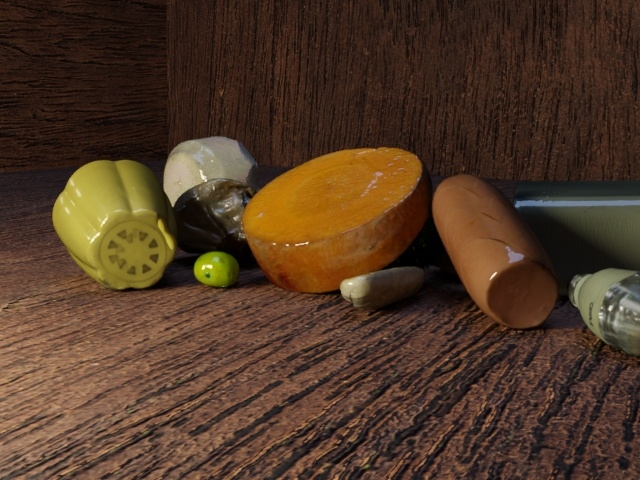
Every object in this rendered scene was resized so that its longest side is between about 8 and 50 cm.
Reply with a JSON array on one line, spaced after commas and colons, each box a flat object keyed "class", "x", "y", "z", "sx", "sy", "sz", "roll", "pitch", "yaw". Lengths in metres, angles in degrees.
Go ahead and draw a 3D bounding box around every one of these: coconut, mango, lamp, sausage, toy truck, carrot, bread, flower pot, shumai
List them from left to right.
[{"class": "flower pot", "x": -0.312, "y": -0.012, "z": 1.431, "sx": 0.195, "sy": 0.195, "sz": 0.179, "roll": -3, "pitch": 23, "yaw": -22}, {"class": "coconut", "x": -0.247, "y": -0.145, "z": 2.148, "sx": 0.234, "sy": 0.224, "sz": 0.224, "roll": -10, "pitch": 14, "yaw": -44}, {"class": "mango", "x": -0.161, "y": 0.046, "z": 1.437, "sx": 0.073, "sy": 0.056, "sz": 0.108, "roll": 6, "pitch": -3, "yaw": 8}, {"class": "shumai", "x": -0.171, "y": -0.010, "z": 1.626, "sx": 0.201, "sy": 0.201, "sz": 0.120, "roll": -2, "pitch": 50, "yaw": -17}, {"class": "carrot", "x": 0.032, "y": -0.043, "z": 1.438, "sx": 0.307, "sy": 0.100, "sz": 0.258, "roll": -23, "pitch": 38, "yaw": 1}, {"class": "toy truck", "x": 0.079, "y": -0.004, "z": 1.503, "sx": 0.259, "sy": 0.121, "sz": 0.088, "roll": 7, "pitch": -26, "yaw": 40}, {"class": "bread", "x": 0.091, "y": 0.069, "z": 1.312, "sx": 0.073, "sy": 0.053, "sz": 0.214, "roll": -11, "pitch": -2, "yaw": 30}, {"class": "sausage", "x": 0.239, "y": 0.004, "z": 1.294, "sx": 0.121, "sy": 0.121, "sz": 0.304, "roll": 0, "pitch": 28, "yaw": -9}, {"class": "lamp", "x": 0.377, "y": 0.088, "z": 1.080, "sx": 0.101, "sy": 0.101, "sz": 0.250, "roll": -2, "pitch": 12, "yaw": -16}]

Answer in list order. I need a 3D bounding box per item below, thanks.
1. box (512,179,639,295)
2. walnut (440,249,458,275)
[{"class": "box", "x": 0.491, "y": -0.008, "z": 1.489, "sx": 0.344, "sy": 0.177, "sz": 0.352, "roll": 0, "pitch": 9, "yaw": 13}, {"class": "walnut", "x": 0.250, "y": -0.010, "z": 1.544, "sx": 0.166, "sy": 0.149, "sz": 0.166, "roll": 34, "pitch": 11, "yaw": -8}]
